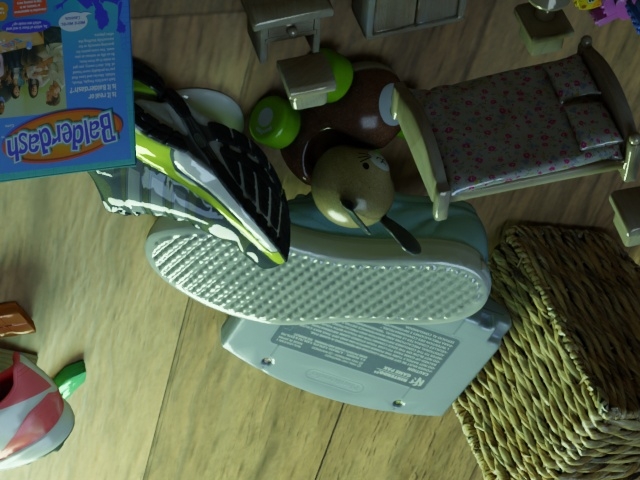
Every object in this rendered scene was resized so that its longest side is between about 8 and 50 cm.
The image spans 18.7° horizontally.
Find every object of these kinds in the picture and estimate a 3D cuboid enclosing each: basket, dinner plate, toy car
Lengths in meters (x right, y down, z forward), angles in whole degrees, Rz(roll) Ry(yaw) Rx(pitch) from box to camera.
[{"bbox_3d":[0.298,0.160,2.292,0.213,0.299,0.223,4,135,-34],"label":"basket"},{"bbox_3d":[-0.143,-0.099,1.956,0.141,0.017,0.141,-13,144,-10],"label":"dinner plate"},{"bbox_3d":[0.042,-0.072,1.940,0.149,0.188,0.155,-41,141,25],"label":"toy car"}]

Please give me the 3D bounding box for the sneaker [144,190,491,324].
[{"bbox_3d":[0.000,0.000,2.079,0.366,0.150,0.135,8,133,-1],"label":"sneaker"}]

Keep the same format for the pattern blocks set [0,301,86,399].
[{"bbox_3d":[-0.419,0.163,2.144,0.325,0.026,0.285,8,136,-36],"label":"pattern blocks set"}]

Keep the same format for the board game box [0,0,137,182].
[{"bbox_3d":[-0.231,-0.157,1.579,0.160,0.047,0.210,-9,103,-36],"label":"board game box"}]

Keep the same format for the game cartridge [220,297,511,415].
[{"bbox_3d":[0.046,0.106,2.230,0.294,0.060,0.196,19,127,-19],"label":"game cartridge"}]

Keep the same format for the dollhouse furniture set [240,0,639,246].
[{"bbox_3d":[0.120,-0.153,1.732,0.303,0.355,0.174,-13,143,-12],"label":"dollhouse furniture set"}]

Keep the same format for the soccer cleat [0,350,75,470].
[{"bbox_3d":[-0.432,0.220,2.119,0.318,0.108,0.116,-23,123,6],"label":"soccer cleat"}]

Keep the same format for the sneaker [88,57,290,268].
[{"bbox_3d":[-0.145,-0.064,1.904,0.121,0.111,0.300,-31,124,31],"label":"sneaker"}]

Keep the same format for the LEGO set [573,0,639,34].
[{"bbox_3d":[0.286,-0.260,1.914,0.093,0.087,0.227,-25,144,4],"label":"LEGO set"}]
